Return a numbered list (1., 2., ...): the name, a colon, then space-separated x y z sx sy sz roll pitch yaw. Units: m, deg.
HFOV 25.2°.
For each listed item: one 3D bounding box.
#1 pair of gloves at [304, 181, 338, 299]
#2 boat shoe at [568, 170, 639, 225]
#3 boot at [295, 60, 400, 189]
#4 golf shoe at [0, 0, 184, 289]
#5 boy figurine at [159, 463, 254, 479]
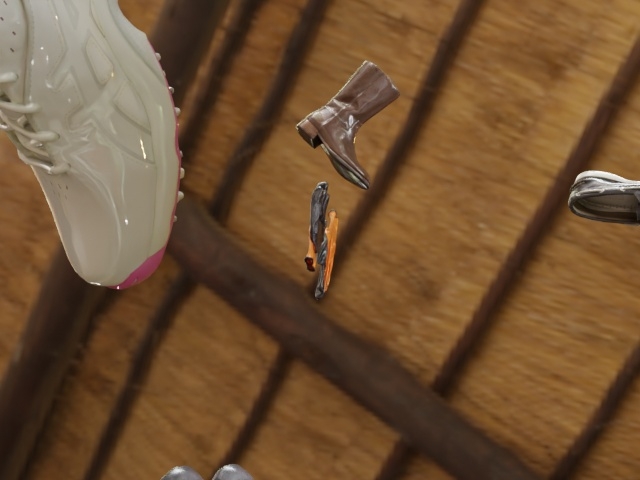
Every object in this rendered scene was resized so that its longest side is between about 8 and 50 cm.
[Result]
1. pair of gloves: 0.000 0.000 1.093 0.083 0.010 0.074 71 25 -60
2. boat shoe: 0.277 -0.032 1.240 0.038 0.125 0.046 -58 152 -45
3. boot: 0.049 -0.121 1.472 0.114 0.106 0.037 -41 165 -14
4. golf shoe: -0.162 -0.109 0.778 0.115 0.140 0.306 11 -63 46
5. boy figurine: 0.039 0.207 0.811 0.285 0.177 0.092 18 -88 29
